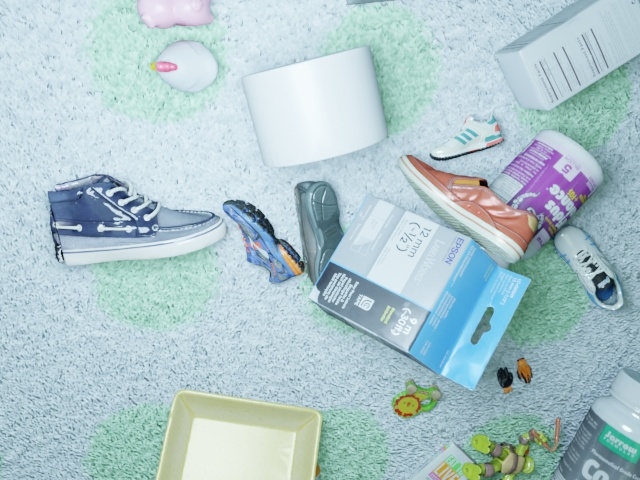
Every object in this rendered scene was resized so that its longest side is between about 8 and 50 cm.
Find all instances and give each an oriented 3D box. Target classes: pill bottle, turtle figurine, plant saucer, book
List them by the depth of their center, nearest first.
[{"bbox_3d":[0.424,-0.069,1.294,0.169,0.169,0.301,40,97,-15],"label":"pill bottle"},{"bbox_3d":[-0.181,0.515,1.339,0.333,0.081,0.332,10,64,-4],"label":"plant saucer"},{"bbox_3d":[0.706,0.499,1.464,0.204,0.204,0.361,21,101,-12],"label":"pill bottle"},{"bbox_3d":[0.451,0.519,1.493,0.217,0.087,0.269,20,103,-29],"label":"turtle figurine"},{"bbox_3d":[0.301,0.567,1.520,0.096,0.035,0.144,44,97,-12],"label":"book"}]

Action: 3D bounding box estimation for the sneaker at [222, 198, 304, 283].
[{"bbox_3d":[-0.130,0.007,1.289,0.087,0.083,0.221,-38,103,11],"label":"sneaker"}]

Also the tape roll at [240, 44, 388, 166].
[{"bbox_3d":[-0.010,-0.250,1.150,0.246,0.246,0.169,-16,107,-3],"label":"tape roll"}]

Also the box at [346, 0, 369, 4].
[{"bbox_3d":[0.135,-0.546,1.155,0.181,0.119,0.181,-8,106,-6],"label":"box"}]

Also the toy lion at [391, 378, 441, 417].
[{"bbox_3d":[0.221,0.377,1.459,0.100,0.034,0.096,15,109,-12],"label":"toy lion"}]

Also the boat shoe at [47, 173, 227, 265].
[{"bbox_3d":[-0.363,-0.053,1.212,0.341,0.127,0.158,-9,113,-5],"label":"boat shoe"}]

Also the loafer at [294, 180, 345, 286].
[{"bbox_3d":[0.000,0.000,1.314,0.096,0.084,0.267,-21,113,-34],"label":"loafer"}]

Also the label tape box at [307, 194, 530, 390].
[{"bbox_3d":[0.187,0.092,1.199,0.348,0.115,0.249,25,78,29],"label":"label tape box"}]

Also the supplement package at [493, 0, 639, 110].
[{"bbox_3d":[0.500,-0.381,1.237,0.244,0.139,0.134,-32,106,3],"label":"supplement package"}]

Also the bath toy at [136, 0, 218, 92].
[{"bbox_3d":[-0.275,-0.444,1.124,0.151,0.129,0.348,4,106,27],"label":"bath toy"}]

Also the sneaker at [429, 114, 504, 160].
[{"bbox_3d":[0.300,-0.218,1.304,0.161,0.057,0.075,-15,89,-2],"label":"sneaker"}]

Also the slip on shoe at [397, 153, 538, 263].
[{"bbox_3d":[0.282,-0.083,1.223,0.101,0.331,0.123,-49,145,-1],"label":"slip on shoe"}]

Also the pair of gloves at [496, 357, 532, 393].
[{"bbox_3d":[0.465,0.323,1.485,0.083,0.010,0.074,-24,108,2],"label":"pair of gloves"}]

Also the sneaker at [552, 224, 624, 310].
[{"bbox_3d":[0.610,0.060,1.397,0.085,0.086,0.237,-39,105,5],"label":"sneaker"}]

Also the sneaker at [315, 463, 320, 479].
[{"bbox_3d":[-0.127,0.591,1.436,0.263,0.099,0.121,-6,110,-5],"label":"sneaker"}]
